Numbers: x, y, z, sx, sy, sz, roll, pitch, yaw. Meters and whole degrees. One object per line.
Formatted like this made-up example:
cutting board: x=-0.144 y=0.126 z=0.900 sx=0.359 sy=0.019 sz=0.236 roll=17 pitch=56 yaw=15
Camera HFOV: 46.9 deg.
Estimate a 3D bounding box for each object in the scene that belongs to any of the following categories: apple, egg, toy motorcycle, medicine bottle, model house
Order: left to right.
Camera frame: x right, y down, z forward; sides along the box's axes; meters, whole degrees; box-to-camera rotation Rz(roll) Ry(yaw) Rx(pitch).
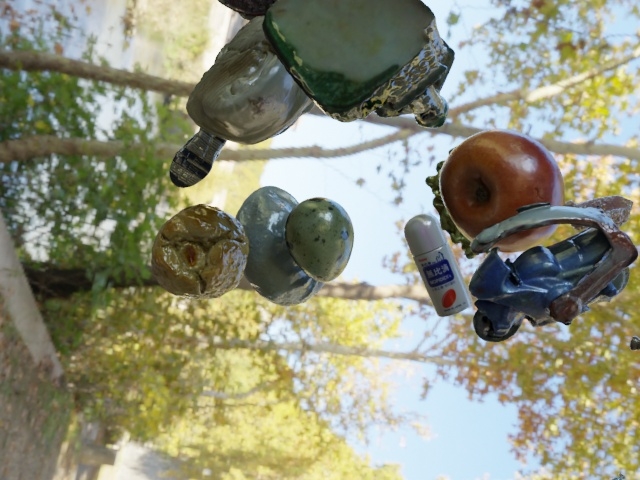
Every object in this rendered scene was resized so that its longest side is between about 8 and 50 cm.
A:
egg: x=0.000 y=0.000 z=1.875 sx=0.177 sy=0.176 sz=0.228 roll=-102 pitch=-177 yaw=-66
model house: x=0.095 y=-0.324 z=1.345 sx=0.243 sy=0.284 sz=0.298 roll=-42 pitch=-120 yaw=11
medicine bottle: x=0.380 y=0.073 z=2.427 sx=0.130 sy=0.130 sz=0.341 roll=-177 pitch=-116 yaw=-79
apple: x=0.379 y=-0.104 z=1.557 sx=0.251 sy=0.206 sz=0.272 roll=-40 pitch=-114 yaw=55
toy motorcycle: x=0.414 y=0.047 z=1.392 sx=0.182 sy=0.318 sz=0.241 roll=-36 pitch=102 yaw=-83

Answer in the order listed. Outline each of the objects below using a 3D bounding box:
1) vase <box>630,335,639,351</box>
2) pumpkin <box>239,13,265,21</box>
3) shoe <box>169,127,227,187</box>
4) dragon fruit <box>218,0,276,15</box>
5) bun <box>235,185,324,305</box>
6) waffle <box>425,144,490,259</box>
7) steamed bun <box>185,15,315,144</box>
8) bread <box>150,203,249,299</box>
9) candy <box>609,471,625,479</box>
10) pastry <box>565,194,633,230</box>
vase: x=0.914 y=0.296 z=2.042 sx=0.100 sy=0.053 sz=0.053 roll=12 pitch=-91 yaw=43
pumpkin: x=-0.141 y=-0.797 z=2.226 sx=0.296 sy=0.295 sz=0.296 roll=-167 pitch=-90 yaw=-79
shoe: x=-0.305 y=-0.202 z=1.823 sx=0.106 sy=0.091 sz=0.207 roll=-45 pitch=-167 yaw=51
dragon fruit: x=-0.130 y=-0.566 z=1.434 sx=0.148 sy=0.223 sz=0.219 roll=-85 pitch=-166 yaw=-55
bun: x=-0.100 y=0.011 z=2.090 sx=0.354 sy=0.194 sz=0.355 roll=45 pitch=38 yaw=-49
waffle: x=0.436 y=-0.117 z=1.938 sx=0.073 sy=0.297 sz=0.317 roll=3 pitch=61 yaw=-66
steamed bun: x=-0.118 y=-0.341 z=1.656 sx=0.324 sy=0.219 sz=0.310 roll=15 pitch=-114 yaw=54
bread: x=-0.289 y=0.023 z=1.757 sx=0.134 sy=0.244 sz=0.245 roll=85 pitch=16 yaw=-79
candy: x=0.661 y=0.556 z=1.665 sx=0.083 sy=0.030 sz=0.020 roll=-43 pitch=179 yaw=-28
pastry: x=0.909 y=-0.088 z=2.437 sx=0.103 sy=0.264 sz=0.112 roll=-117 pitch=-148 yaw=-51
